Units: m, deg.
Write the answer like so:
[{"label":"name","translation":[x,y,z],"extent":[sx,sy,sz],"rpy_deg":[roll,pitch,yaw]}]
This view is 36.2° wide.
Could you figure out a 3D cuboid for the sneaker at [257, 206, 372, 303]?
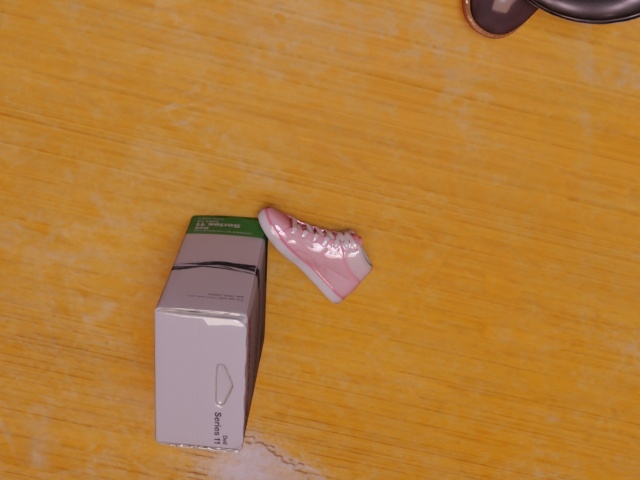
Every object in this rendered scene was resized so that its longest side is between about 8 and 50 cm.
[{"label":"sneaker","translation":[0.000,0.000,1.012],"extent":[0.070,0.051,0.134],"rpy_deg":[-39,111,16]}]

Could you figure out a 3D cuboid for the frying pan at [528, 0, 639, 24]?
[{"label":"frying pan","translation":[0.164,-0.294,0.794],"extent":[0.326,0.053,0.197],"rpy_deg":[26,127,11]}]

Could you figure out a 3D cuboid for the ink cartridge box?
[{"label":"ink cartridge box","translation":[-0.104,0.085,0.966],"extent":[0.086,0.208,0.153],"rpy_deg":[4,114,0]}]

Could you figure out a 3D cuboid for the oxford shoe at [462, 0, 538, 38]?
[{"label":"oxford shoe","translation":[0.208,-0.294,0.842],"extent":[0.096,0.098,0.271],"rpy_deg":[24,113,-9]}]
